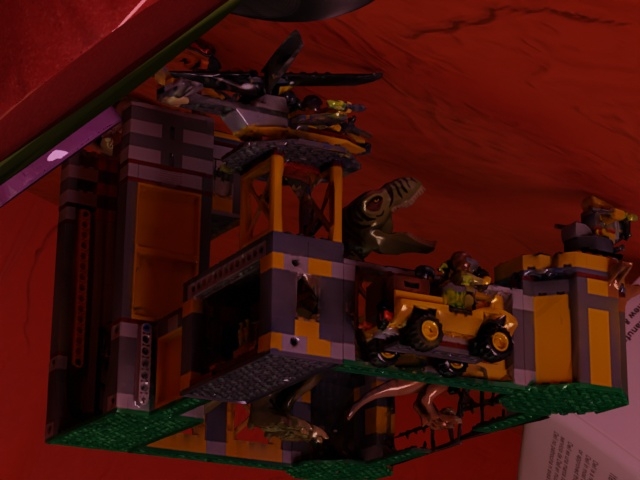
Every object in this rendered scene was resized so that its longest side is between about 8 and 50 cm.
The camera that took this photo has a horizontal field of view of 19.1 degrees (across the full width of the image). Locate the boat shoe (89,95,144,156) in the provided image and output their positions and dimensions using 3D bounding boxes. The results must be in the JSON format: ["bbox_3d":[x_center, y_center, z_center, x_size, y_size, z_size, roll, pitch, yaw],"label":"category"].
[{"bbox_3d":[-0.131,-0.072,1.292,0.135,0.050,0.045,19,177,43],"label":"boat shoe"}]

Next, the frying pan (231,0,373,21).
[{"bbox_3d":[-0.111,-0.145,0.654,0.326,0.053,0.197,19,171,23],"label":"frying pan"}]

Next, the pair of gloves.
[{"bbox_3d":[-0.051,-0.088,1.028,0.083,0.010,0.074,26,174,-16],"label":"pair of gloves"}]

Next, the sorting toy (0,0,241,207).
[{"bbox_3d":[-0.103,-0.088,0.574,0.126,0.127,0.365,54,167,-5],"label":"sorting toy"}]

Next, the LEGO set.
[{"bbox_3d":[0.000,0.000,0.965,0.255,0.192,0.331,7,162,-20],"label":"LEGO set"}]

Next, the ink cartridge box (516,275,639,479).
[{"bbox_3d":[0.245,0.175,1.019,0.278,0.117,0.201,36,152,25],"label":"ink cartridge box"}]
